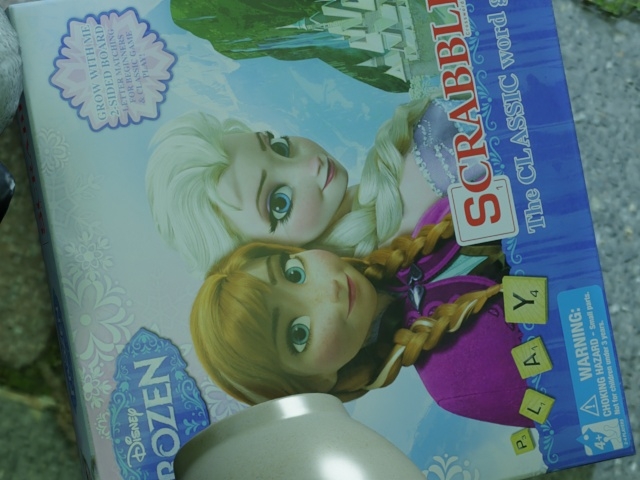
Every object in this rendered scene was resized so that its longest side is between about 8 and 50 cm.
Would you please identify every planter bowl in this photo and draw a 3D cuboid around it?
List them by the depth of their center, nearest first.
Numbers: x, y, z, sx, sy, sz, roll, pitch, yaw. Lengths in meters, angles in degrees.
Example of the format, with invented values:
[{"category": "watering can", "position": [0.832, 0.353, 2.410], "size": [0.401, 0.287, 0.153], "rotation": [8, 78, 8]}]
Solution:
[{"category": "planter bowl", "position": [-0.015, 0.147, 1.017], "size": [0.162, 0.162, 0.109], "rotation": [-16, 67, -15]}]

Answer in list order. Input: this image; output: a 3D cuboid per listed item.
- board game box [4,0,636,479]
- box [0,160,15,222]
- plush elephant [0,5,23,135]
[{"category": "board game box", "position": [0.000, 0.000, 1.130], "size": [0.318, 0.066, 0.318], "rotation": [-11, 90, -15]}, {"category": "box", "position": [-0.450, 0.001, 0.663], "size": [0.472, 0.297, 0.480], "rotation": [45, 62, 2]}, {"category": "plush elephant", "position": [-0.319, -0.204, 0.969], "size": [0.255, 0.272, 0.330], "rotation": [-23, 63, -28]}]
